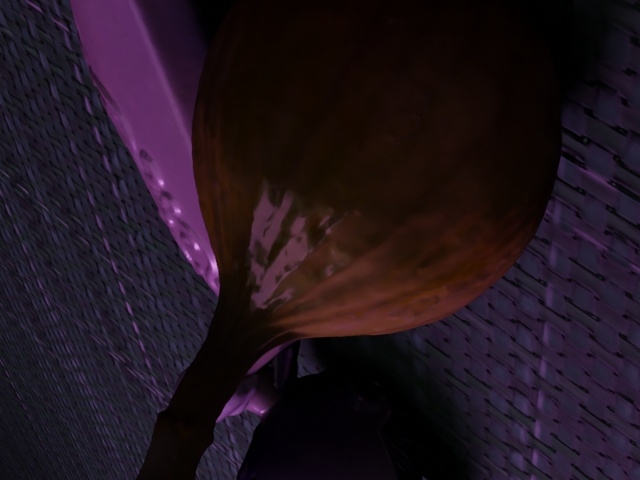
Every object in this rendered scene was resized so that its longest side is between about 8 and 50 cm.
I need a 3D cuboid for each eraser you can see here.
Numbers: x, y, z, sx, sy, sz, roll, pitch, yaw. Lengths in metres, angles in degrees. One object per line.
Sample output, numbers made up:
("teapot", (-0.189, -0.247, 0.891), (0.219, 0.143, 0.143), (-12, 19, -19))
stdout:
("eraser", (-0.084, -0.088, 0.623), (0.243, 0.059, 0.204), (71, 173, -45))

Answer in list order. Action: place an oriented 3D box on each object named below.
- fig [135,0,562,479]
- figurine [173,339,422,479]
("fig", (0.016, -0.001, 0.491), (0.143, 0.230, 0.160), (13, 157, -18))
("figurine", (-0.003, 0.150, 0.826), (0.222, 0.145, 0.145), (50, 157, 5))
